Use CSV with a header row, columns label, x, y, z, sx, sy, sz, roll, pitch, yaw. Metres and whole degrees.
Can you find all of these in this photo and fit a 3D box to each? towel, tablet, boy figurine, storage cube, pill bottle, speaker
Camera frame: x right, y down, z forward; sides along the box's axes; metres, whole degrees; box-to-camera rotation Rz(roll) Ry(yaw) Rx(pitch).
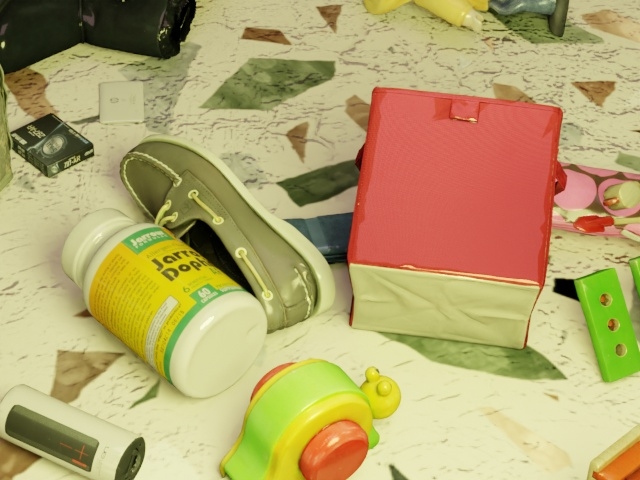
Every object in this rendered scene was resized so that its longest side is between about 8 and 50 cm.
label,x,y,z,sx,sy,sz,roll,pitch,yaw
towel,0.000,0.000,1.550,0.119,0.029,0.067,-7,42,-10
tablet,-0.245,-0.171,1.748,0.054,0.006,0.083,-3,41,-6
boy figurine,0.189,-0.333,1.894,0.285,0.092,0.177,4,42,2
storage cube,0.133,-0.019,1.418,0.215,0.183,0.193,8,67,5
pill bottle,-0.161,0.055,1.412,0.118,0.117,0.208,-31,51,-32
speaker,-0.230,0.182,1.312,0.136,0.055,0.055,21,44,19

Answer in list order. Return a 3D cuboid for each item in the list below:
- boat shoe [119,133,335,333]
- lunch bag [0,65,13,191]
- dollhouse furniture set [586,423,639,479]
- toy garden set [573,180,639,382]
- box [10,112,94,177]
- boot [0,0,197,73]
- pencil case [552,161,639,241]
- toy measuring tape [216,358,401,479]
label,x,y,z,sx,sy,sz,roll,pitch,yaw
boat shoe,-0.118,-0.010,1.496,0.091,0.109,0.305,-28,53,-36
lunch bag,-0.470,-0.130,1.516,0.287,0.235,0.169,-16,39,-20
dollhouse furniture set,0.328,0.285,1.164,0.262,0.135,0.259,-30,51,-32
toy garden set,0.357,0.011,1.470,0.244,0.203,0.049,-18,3,-22
box,-0.317,-0.112,1.668,0.067,0.018,0.083,-31,51,-33
boot,-0.287,-0.270,1.791,0.207,0.094,0.246,12,36,16
pencil case,0.283,-0.038,1.568,0.209,0.095,0.098,6,56,7
toy measuring tape,-0.063,0.188,1.270,0.330,0.121,0.121,-23,47,-26
